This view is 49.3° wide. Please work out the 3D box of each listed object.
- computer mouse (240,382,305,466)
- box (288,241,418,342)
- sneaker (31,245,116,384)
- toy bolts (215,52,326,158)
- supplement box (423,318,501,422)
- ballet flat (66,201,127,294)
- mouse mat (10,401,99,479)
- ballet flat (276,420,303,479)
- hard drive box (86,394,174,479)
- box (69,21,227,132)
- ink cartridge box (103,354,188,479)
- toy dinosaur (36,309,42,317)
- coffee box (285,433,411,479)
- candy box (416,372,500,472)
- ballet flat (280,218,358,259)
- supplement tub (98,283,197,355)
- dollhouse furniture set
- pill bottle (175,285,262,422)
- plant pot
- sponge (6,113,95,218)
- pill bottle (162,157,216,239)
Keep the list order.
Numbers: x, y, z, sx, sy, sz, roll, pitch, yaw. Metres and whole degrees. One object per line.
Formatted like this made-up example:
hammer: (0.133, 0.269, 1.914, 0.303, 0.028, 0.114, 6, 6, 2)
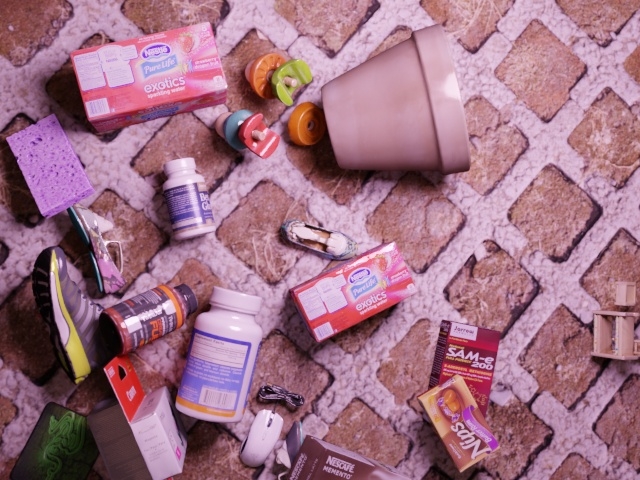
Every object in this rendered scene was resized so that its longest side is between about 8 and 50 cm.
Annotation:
computer mouse: (-0.119, 0.424, 1.575, 0.106, 0.042, 0.193, 24, 85, -8)
box: (0.071, 0.113, 1.573, 0.256, 0.122, 0.128, -26, 92, -9)
sneaker: (-0.519, 0.147, 1.478, 0.121, 0.111, 0.300, -25, 116, -38)
toy bolts: (-0.124, -0.284, 1.579, 0.228, 0.158, 0.218, -50, 136, -17)
supplement box: (0.331, 0.315, 1.631, 0.130, 0.073, 0.240, 12, 86, -8)
ballet flat: (-0.482, 0.007, 1.526, 0.079, 0.077, 0.222, -23, 96, -27)
mouse mat: (-0.569, 0.466, 1.525, 0.152, 0.007, 0.190, 27, 84, -7)
ballet flat: (-0.063, 0.511, 1.569, 0.074, 0.074, 0.203, -8, 92, -9)
hard drive box: (-0.395, 0.442, 1.464, 0.089, 0.181, 0.232, -21, 92, -9)
box: (-0.365, -0.351, 1.514, 0.299, 0.142, 0.154, -16, 91, -9)
ink cartridge box: (-0.348, 0.338, 1.426, 0.060, 0.275, 0.239, -22, 92, -8)
toy dinosaur: (-0.586, 0.125, 1.506, 0.047, 0.090, 0.082, 19, 53, 8)
coffee box: (0.058, 0.539, 1.533, 0.246, 0.098, 0.141, 29, 82, -26)
candy box: (0.307, 0.407, 1.561, 0.109, 0.053, 0.187, -29, 93, -7)
ballet flat: (0.000, 0.000, 1.596, 0.188, 0.070, 0.070, 14, 86, -8)
supplement tub: (-0.362, 0.159, 1.489, 0.197, 0.106, 0.106, -25, 92, -38)
dollhouse furniture set: (0.746, 0.193, 1.705, 0.160, 0.101, 0.182, 5, 87, -33)
pill bottle: (-0.211, 0.243, 1.513, 0.152, 0.152, 0.272, 14, 85, -8)
plant pot: (0.158, -0.277, 1.531, 0.280, 0.323, 0.323, -13, 90, 7)
sponge: (-0.579, -0.161, 1.496, 0.117, 0.031, 0.210, -29, 71, -8)
pill bottle: (-0.294, -0.092, 1.540, 0.094, 0.094, 0.170, -14, 90, -9)
